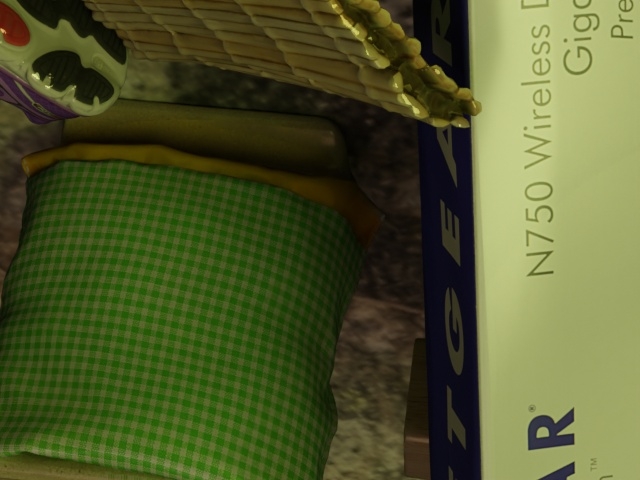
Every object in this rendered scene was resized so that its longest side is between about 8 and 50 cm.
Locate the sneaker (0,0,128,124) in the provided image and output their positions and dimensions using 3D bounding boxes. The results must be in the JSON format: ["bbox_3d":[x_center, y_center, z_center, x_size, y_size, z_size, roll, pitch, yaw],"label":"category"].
[{"bbox_3d":[-0.163,-0.098,0.800,0.071,0.068,0.170,-20,131,43],"label":"sneaker"}]

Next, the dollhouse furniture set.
[{"bbox_3d":[0.000,0.000,0.773,0.302,0.197,0.151,5,142,6],"label":"dollhouse furniture set"}]

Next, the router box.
[{"bbox_3d":[0.187,0.004,0.627,0.301,0.082,0.335,-6,105,-9],"label":"router box"}]

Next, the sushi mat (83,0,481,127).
[{"bbox_3d":[-0.064,-0.099,0.647,0.151,0.019,0.316,40,174,-21],"label":"sushi mat"}]
